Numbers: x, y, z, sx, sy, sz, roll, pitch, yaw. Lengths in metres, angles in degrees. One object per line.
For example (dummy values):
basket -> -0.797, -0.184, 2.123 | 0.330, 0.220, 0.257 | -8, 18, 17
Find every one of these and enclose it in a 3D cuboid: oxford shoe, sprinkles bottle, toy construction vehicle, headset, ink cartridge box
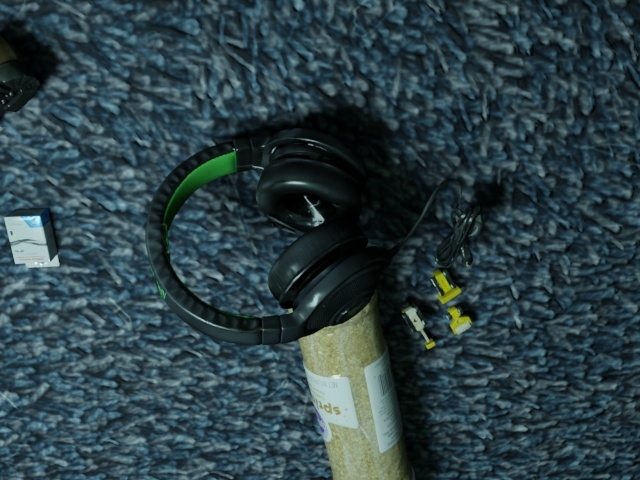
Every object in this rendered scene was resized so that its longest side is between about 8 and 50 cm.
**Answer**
oxford shoe -> -0.439, -0.165, 0.799 | 0.227, 0.083, 0.096 | -32, 86, 14
sprinkles bottle -> 0.050, 0.227, 0.926 | 0.121, 0.121, 0.355 | -11, 111, 4
toy construction vehicle -> 0.157, 0.094, 0.922 | 0.086, 0.035, 0.098 | -35, 111, 2
headset -> 0.000, 0.000, 0.796 | 0.394, 0.243, 0.185 | -7, 154, -8
ink cartridge box -> -0.378, 0.002, 0.883 | 0.048, 0.028, 0.083 | -3, 113, 1
